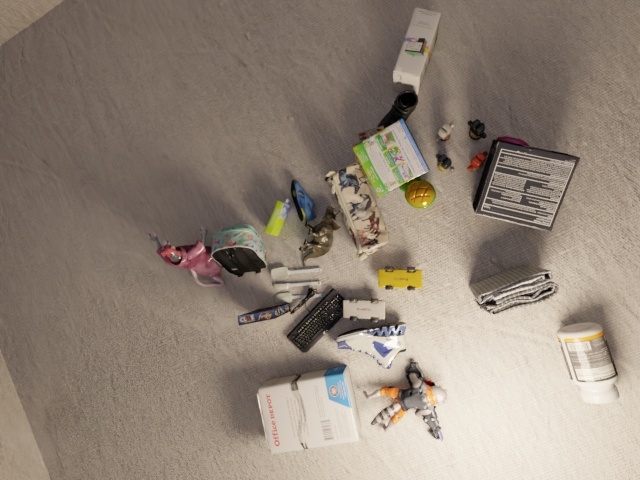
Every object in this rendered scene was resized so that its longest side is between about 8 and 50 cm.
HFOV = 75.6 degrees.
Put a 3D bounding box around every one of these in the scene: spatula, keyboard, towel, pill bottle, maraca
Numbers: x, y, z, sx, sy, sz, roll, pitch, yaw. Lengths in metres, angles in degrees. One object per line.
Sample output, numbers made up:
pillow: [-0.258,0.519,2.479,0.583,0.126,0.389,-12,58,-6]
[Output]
spatula: [-0.106,0.201,1.915,0.242,0.019,0.168,-6,89,11]
keyboard: [-0.035,0.343,1.886,0.201,0.033,0.317,44,95,5]
towel: [0.758,0.202,1.641,0.283,0.235,0.121,-23,89,10]
pill bottle: [1.046,0.473,1.610,0.162,0.162,0.278,-16,86,10]
maraca: [0.422,-0.215,1.795,0.127,0.099,0.186,-34,56,5]

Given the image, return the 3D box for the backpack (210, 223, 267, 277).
backpack: [-0.369,0.035,1.860,0.225,0.253,0.191,-10,66,12]

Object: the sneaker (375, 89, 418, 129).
sneaker: [0.319,-0.533,1.798,0.104,0.147,0.296,39,97,8]

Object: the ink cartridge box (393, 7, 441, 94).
ink cartridge box: [0.408,-0.796,1.762,0.117,0.201,0.278,19,92,11]

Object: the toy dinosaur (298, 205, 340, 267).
toy dinosaur: [0.000,0.000,1.851,0.160,0.121,0.314,9,105,-21]

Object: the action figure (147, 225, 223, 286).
action figure: [-0.609,0.083,1.841,0.248,0.370,0.276,-7,85,10]

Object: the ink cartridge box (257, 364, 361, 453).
ink cartridge box: [-0.047,0.736,1.810,0.394,0.166,0.285,-13,85,9]

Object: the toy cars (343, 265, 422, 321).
toy cars: [0.273,0.234,1.813,0.393,0.087,0.176,-42,76,10]

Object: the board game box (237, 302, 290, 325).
board game box: [-0.243,0.324,1.826,0.165,0.243,0.042,-13,85,10]

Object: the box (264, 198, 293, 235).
box: [-0.192,-0.110,1.901,0.042,0.109,0.178,24,92,13]

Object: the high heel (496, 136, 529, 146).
high heel: [0.835,-0.342,1.724,0.244,0.082,0.117,27,84,-2]

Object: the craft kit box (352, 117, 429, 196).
craft kit box: [0.303,-0.353,1.781,0.246,0.061,0.250,-26,97,21]

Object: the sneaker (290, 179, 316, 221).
sneaker: [-0.078,-0.186,1.913,0.082,0.069,0.209,-13,74,-22]

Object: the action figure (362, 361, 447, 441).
action figure: [0.387,0.713,1.727,0.330,0.178,0.341,-29,81,18]

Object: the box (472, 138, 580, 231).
box: [0.796,-0.224,1.640,0.296,0.183,0.294,16,109,11]

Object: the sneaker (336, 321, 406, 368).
sneaker: [0.231,0.469,1.787,0.315,0.127,0.182,-11,84,9]

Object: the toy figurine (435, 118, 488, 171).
toy figurine: [0.594,-0.395,1.747,0.209,0.148,0.213,-3,89,17]

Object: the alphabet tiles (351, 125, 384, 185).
alphabet tiles: [0.251,-0.374,1.826,0.198,0.009,0.237,-12,102,21]

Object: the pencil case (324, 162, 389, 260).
pencil case: [0.161,-0.125,1.799,0.183,0.160,0.410,-18,83,-31]
